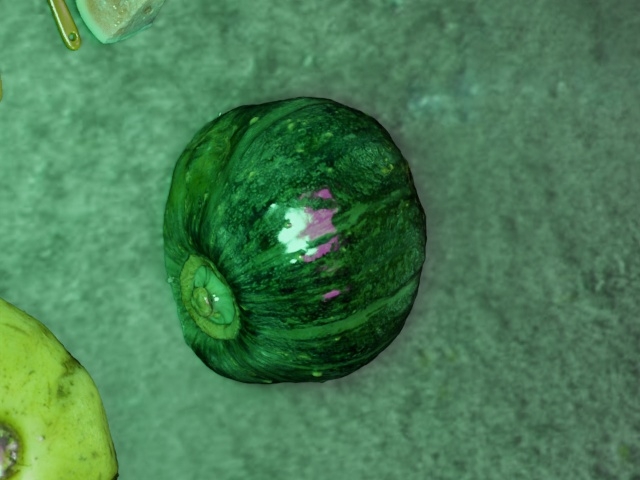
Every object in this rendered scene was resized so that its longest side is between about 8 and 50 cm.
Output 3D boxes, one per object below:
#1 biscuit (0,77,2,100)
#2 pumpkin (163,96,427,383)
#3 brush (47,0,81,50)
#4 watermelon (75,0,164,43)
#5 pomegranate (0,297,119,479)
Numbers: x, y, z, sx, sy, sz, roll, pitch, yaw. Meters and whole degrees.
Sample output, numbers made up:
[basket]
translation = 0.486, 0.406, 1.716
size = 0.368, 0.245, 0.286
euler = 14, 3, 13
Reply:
[biscuit]
translation = -0.435, -0.121, 1.491
size = 0.324, 0.049, 0.205
euler = -36, 109, -27
[pumpkin]
translation = 0.000, 0.000, 1.691
size = 0.263, 0.197, 0.293
euler = -19, 103, -35
[brush]
translation = -0.271, -0.265, 1.619
size = 0.043, 0.014, 0.170
euler = -29, 106, -29
[watermelon]
translation = -0.198, -0.239, 1.635
size = 0.084, 0.072, 0.092
euler = 21, 82, -14
[pomegranate]
translation = -0.315, 0.187, 1.444
size = 0.281, 0.281, 0.281
euler = 0, 90, -34
